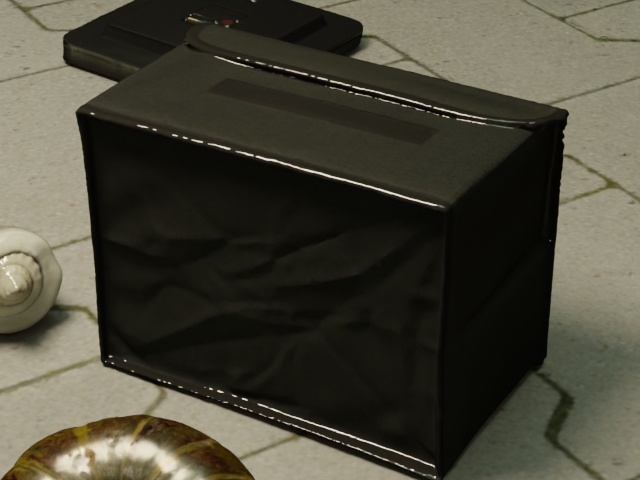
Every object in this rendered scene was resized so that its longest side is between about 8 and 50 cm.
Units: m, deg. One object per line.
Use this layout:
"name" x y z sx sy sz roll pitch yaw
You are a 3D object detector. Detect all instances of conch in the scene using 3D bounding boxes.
"conch" -0.293 0.023 1.401 0.104 0.094 0.176 -49 40 -3

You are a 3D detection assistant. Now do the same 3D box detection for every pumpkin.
"pumpkin" -0.127 0.220 1.034 0.219 0.162 0.219 -6 54 9

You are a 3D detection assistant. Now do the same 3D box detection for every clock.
"clock" -0.126 -0.245 1.891 0.279 0.049 0.273 20 35 27

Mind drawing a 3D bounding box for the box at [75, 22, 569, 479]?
"box" 0.001 -0.001 1.302 0.345 0.251 0.204 16 34 24
